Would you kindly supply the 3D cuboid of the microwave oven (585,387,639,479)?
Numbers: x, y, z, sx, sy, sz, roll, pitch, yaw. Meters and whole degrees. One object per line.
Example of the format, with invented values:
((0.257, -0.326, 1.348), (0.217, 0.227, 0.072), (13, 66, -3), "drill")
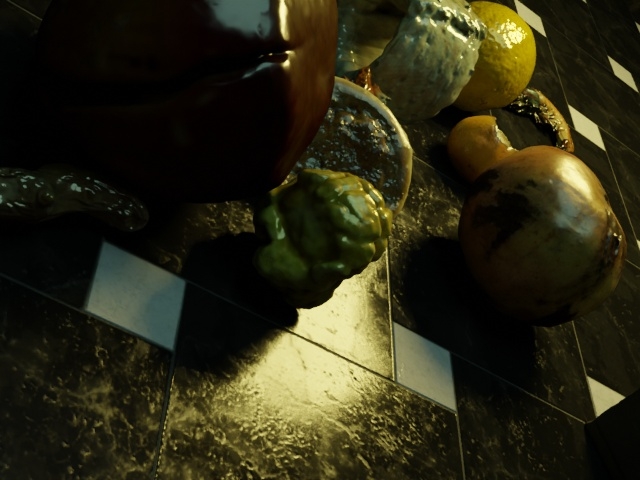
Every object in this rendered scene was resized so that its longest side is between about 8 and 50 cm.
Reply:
((0.753, 0.342, 1.593), (0.432, 0.374, 0.236), (6, 51, -38), "microwave oven")

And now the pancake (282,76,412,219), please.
((0.024, -0.134, 1.469), (0.282, 0.049, 0.282), (2, 84, -19), "pancake")

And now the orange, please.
((0.339, -0.188, 1.902), (0.156, 0.134, 0.156), (19, 54, -28), "orange")

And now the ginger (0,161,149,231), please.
((-0.330, -0.059, 1.082), (0.290, 0.122, 0.084), (6, 82, -48), "ginger")

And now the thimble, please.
((0.157, -0.382, 1.766), (0.195, 0.291, 0.291), (17, 43, -35), "thimble")

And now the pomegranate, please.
((0.396, -0.005, 1.643), (0.322, 0.322, 0.322), (28, 38, -25), "pomegranate")

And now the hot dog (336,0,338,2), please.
((0.109, -0.497, 2.050), (0.215, 0.047, 0.066), (21, 27, -32), "hot dog")

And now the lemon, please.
((0.360, -0.412, 2.060), (0.267, 0.267, 0.267), (28, 38, -25), "lemon")

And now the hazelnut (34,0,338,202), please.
((-0.161, -0.236, 1.229), (0.402, 0.402, 0.429), (34, 37, -17), "hazelnut")

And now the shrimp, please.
((0.550, -0.310, 2.320), (0.290, 0.054, 0.222), (13, 46, -44), "shrimp")

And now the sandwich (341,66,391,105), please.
((0.035, -0.199, 1.563), (0.109, 0.160, 0.185), (46, 37, 15), "sandwich")

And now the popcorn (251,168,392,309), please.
((0.000, 0.000, 1.297), (0.200, 0.226, 0.203), (11, 89, -55), "popcorn")
